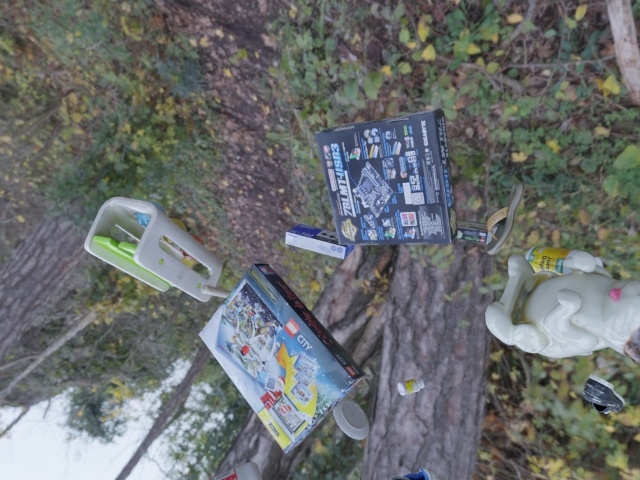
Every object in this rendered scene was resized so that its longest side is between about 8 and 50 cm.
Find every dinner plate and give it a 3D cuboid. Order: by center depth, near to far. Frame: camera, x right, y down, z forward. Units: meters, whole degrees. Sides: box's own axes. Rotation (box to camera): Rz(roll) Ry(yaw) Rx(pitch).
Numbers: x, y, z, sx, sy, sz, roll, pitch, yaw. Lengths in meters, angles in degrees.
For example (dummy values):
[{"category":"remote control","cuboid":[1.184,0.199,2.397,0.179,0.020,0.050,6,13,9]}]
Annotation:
[{"category":"dinner plate","cuboid":[0.096,0.531,1.371,0.141,0.017,0.141,32,-155,-17]}]

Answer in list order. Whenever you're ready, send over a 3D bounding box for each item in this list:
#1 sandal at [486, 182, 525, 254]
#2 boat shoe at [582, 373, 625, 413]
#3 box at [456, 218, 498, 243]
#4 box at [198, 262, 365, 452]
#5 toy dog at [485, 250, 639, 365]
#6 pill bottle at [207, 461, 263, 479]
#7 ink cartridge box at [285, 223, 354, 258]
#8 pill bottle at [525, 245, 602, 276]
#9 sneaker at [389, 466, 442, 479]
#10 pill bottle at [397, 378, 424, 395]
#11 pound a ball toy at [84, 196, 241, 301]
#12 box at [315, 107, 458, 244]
[{"category":"sandal","cuboid":[0.397,-0.051,0.998,0.049,0.180,0.072,23,170,5]},{"category":"boat shoe","cuboid":[0.828,0.467,1.336,0.233,0.079,0.084,38,167,-38]},{"category":"box","cuboid":[0.400,-0.035,1.329,0.207,0.036,0.114,13,-162,33]},{"category":"box","cuboid":[-0.067,0.170,0.686,0.233,0.159,0.044,46,-163,23]},{"category":"toy dog","cuboid":[0.727,0.217,1.225,0.395,0.284,0.408,54,149,-15]},{"category":"pill bottle","cuboid":[-0.305,0.706,1.045,0.229,0.408,0.228,162,90,-74]},{"category":"ink cartridge box","cuboid":[0.000,0.000,1.475,0.207,0.046,0.097,14,-156,20]},{"category":"pill bottle","cuboid":[0.791,0.084,1.480,0.118,0.117,0.208,36,168,-29]},{"category":"sneaker","cuboid":[0.205,0.749,1.208,0.236,0.323,0.130,61,171,-3]},{"category":"pill bottle","cuboid":[0.306,0.492,1.531,0.083,0.043,0.043,-8,174,-19]},{"category":"pound a ball toy","cuboid":[-0.272,0.034,0.928,0.208,0.135,0.319,10,160,20]},{"category":"box","cuboid":[0.154,-0.135,1.064,0.294,0.073,0.295,-2,109,34]}]
